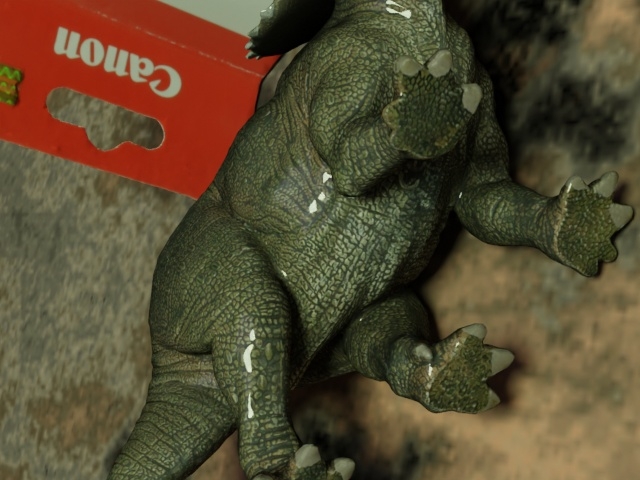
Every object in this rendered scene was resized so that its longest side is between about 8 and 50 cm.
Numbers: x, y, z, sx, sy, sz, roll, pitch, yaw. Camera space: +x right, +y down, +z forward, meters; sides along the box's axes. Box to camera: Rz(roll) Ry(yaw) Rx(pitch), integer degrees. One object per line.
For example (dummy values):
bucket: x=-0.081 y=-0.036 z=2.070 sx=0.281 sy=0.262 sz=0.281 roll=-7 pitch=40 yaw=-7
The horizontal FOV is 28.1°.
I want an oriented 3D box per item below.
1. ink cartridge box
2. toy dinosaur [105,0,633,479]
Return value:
ink cartridge box: x=-0.060 y=-0.115 z=0.506 sx=0.045 sy=0.145 sz=0.179 roll=3 pitch=79 yaw=51
toy dinosaur: x=0.000 y=0.000 z=0.448 sx=0.160 sy=0.121 sz=0.313 roll=38 pitch=111 yaw=60
